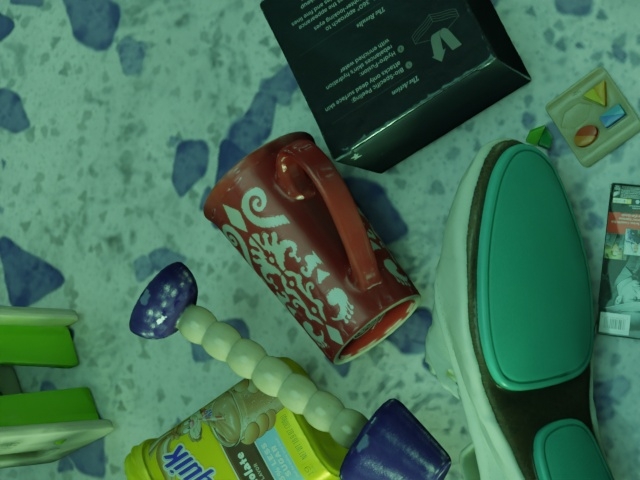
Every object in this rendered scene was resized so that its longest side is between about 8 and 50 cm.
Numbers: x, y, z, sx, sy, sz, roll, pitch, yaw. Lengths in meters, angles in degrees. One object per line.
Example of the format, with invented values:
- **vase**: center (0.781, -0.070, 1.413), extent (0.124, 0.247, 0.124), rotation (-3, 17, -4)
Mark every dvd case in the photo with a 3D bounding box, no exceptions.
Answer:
- **dvd case**: center (0.259, 0.018, 1.043), extent (0.087, 0.013, 0.119), rotation (5, 88, 27)

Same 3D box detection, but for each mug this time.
- **mug**: center (-0.007, 0.006, 1.108), extent (0.113, 0.150, 0.169), rotation (-38, 74, 2)

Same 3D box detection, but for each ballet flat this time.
- **ballet flat**: center (0.145, 0.126, 1.038), extent (0.139, 0.139, 0.400), rotation (-16, 80, 25)

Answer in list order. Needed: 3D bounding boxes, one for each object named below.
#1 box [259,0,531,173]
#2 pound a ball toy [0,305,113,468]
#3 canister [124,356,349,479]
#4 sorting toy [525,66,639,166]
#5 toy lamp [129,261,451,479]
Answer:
- **box**: center (0.060, -0.162, 1.112), extent (0.156, 0.093, 0.158), rotation (-31, 72, 21)
- **pound a ball toy**: center (-0.317, 0.171, 1.151), extent (0.136, 0.319, 0.208), rotation (-26, 75, 23)
- **canister**: center (-0.069, 0.192, 1.163), extent (0.170, 0.073, 0.126), rotation (-36, 71, 19)
- **sorting toy**: center (0.204, -0.090, 1.078), extent (0.083, 0.012, 0.062), rotation (-37, 71, 20)
- **toy lamp**: center (-0.022, 0.115, 1.076), extent (0.275, 0.080, 0.080), rotation (34, 102, 14)
